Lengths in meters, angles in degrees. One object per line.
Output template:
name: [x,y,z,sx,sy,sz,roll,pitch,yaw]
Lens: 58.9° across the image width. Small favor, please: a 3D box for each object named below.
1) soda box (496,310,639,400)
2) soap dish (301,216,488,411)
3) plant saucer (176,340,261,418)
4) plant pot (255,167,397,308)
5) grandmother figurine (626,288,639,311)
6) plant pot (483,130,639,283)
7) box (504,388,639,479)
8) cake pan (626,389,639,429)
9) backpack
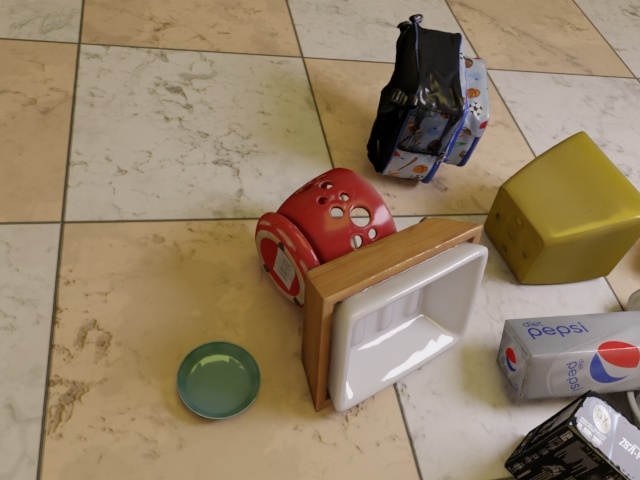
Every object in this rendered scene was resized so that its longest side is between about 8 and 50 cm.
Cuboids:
soda box: [0.440,0.179,0.907,0.286,0.091,0.098,-2,28,-7]
soap dish: [0.102,0.101,0.845,0.291,0.229,0.118,-22,45,-28]
plant saucer: [-0.147,0.203,0.819,0.119,0.021,0.119,7,52,-10]
plant pot: [0.000,0.000,0.912,0.174,0.191,0.191,-29,64,-25]
grandmother figurine: [0.717,0.176,1.000,0.342,0.208,0.104,26,91,9]
plant pot: [0.433,-0.039,1.056,0.187,0.212,0.212,-18,58,-12]
box: [0.362,0.309,0.766,0.077,0.180,0.147,-34,67,-32]
cake pan: [0.620,0.293,0.869,0.293,0.054,0.293,3,30,-2]
backpack: [0.203,-0.250,1.115,0.213,0.263,0.276,18,54,-8]
